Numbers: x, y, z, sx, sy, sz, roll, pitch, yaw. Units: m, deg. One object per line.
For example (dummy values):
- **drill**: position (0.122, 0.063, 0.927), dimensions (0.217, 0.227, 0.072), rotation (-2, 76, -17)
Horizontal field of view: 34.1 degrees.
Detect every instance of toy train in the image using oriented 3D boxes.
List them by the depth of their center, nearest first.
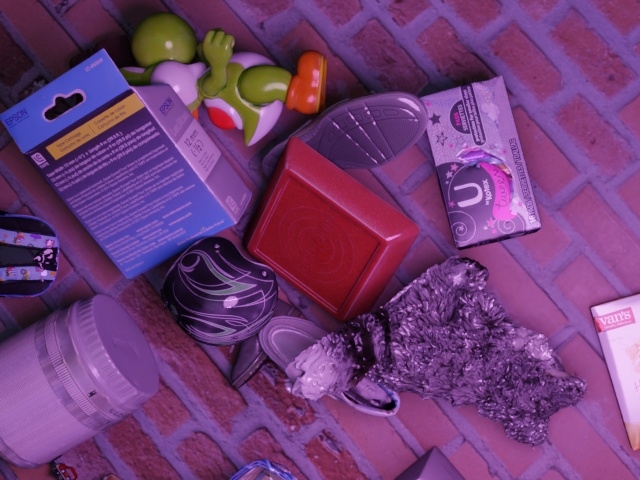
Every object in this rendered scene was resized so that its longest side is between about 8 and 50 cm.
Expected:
- **toy train**: position (-0.454, 0.421, 1.866), dimensions (0.036, 0.027, 0.158), rotation (-35, 82, -3)

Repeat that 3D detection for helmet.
- **helmet**: position (-0.156, 0.091, 1.686), dimensions (0.161, 0.169, 0.169), rotation (39, 96, 19)

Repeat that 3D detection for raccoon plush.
- **raccoon plush**: position (0.185, 0.232, 1.589), dimensions (0.446, 0.216, 0.299), rotation (-30, 68, -30)

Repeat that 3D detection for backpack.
- **backpack**: position (-0.541, 0.025, 1.845), dimensions (0.173, 0.117, 0.158), rotation (2, 90, 2)

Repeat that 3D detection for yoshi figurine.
- **yoshi figurine**: position (-0.171, -0.299, 1.739), dimensions (0.362, 0.203, 0.203), rotation (2, 46, 4)

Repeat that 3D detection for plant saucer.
- **plant saucer**: position (0.000, 0.000, 1.705), dimensions (0.259, 0.048, 0.258), rotation (37, 132, 10)

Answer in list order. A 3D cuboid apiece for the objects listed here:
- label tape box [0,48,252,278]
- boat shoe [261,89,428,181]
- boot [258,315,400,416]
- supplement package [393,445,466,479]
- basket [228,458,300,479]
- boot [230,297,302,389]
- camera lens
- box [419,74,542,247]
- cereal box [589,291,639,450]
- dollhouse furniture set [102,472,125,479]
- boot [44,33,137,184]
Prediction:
- **label tape box**: position (-0.316, -0.135, 1.707), dimensions (0.249, 0.115, 0.347), rotation (-26, 111, 27)
- **boat shoe**: position (0.042, -0.171, 1.680), dimensions (0.320, 0.103, 0.118), rotation (-24, 115, 41)
- **boot**: position (0.019, 0.203, 1.701), dimensions (0.258, 0.123, 0.095), rotation (28, 85, -5)
- **supplement package**: position (0.159, 0.460, 1.611), dimensions (0.175, 0.293, 0.177), rotation (-42, 81, 7)
- **basket**: position (-0.079, 0.481, 1.657), dimensions (0.255, 0.289, 0.201), rotation (43, 91, 12)
- **boot**: position (-0.161, 0.125, 1.792), dimensions (0.208, 0.076, 0.189), rotation (36, 81, 3)
- **camera lens**: position (-0.442, 0.240, 1.769), dimensions (0.274, 0.219, 0.219), rotation (-30, 83, 9)
- **box**: position (0.254, -0.118, 1.673), dimensions (0.142, 0.163, 0.247), rotation (-15, 85, 9)
- **cereal box**: position (0.548, 0.198, 1.667), dimensions (0.173, 0.047, 0.240), rotation (-17, 86, 10)
- **dollhouse furniture set**: position (-0.345, 0.489, 1.762), dimensions (0.161, 0.182, 0.101), rotation (26, 93, 10)
- **boot**: position (-0.410, -0.228, 1.859), dimensions (0.248, 0.090, 0.206), rotation (-29, 72, 10)
